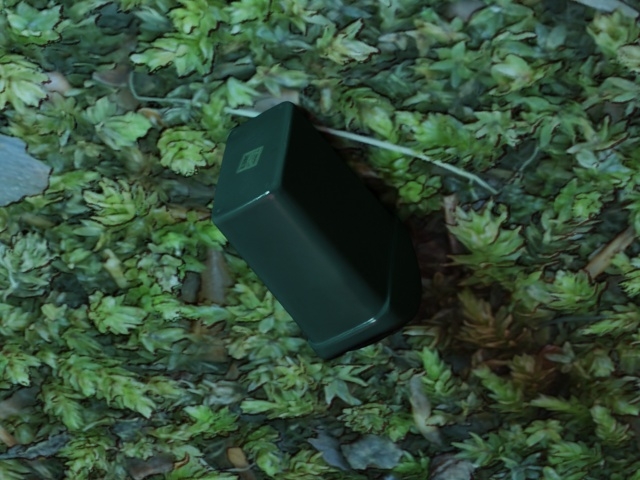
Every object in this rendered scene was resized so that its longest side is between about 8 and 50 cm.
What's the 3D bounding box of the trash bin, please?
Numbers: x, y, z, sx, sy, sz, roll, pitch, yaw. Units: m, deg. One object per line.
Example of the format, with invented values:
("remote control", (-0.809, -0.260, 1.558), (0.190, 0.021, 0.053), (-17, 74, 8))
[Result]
("trash bin", (0.000, 0.000, 1.909), (0.101, 0.177, 0.236), (-26, 120, 25))
